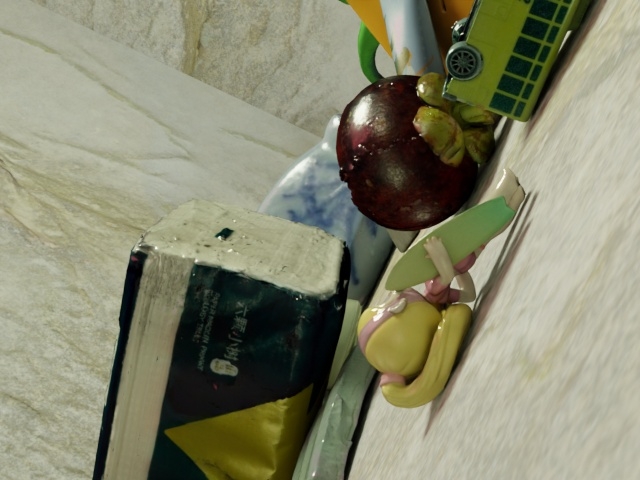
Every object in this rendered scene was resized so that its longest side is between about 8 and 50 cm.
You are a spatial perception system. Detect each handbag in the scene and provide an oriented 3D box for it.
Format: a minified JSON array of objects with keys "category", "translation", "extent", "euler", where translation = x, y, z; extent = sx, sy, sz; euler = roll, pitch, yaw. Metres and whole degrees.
[{"category":"handbag","translation":[0.001,0.198,1.571],"extent":[0.256,0.079,0.219],"euler":[116,164,-79]}]

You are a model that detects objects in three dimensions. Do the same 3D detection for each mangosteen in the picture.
[{"category":"mangosteen","translation":[0.102,-0.100,1.120],"extent":[0.180,0.166,0.166],"euler":[-35,18,33]}]

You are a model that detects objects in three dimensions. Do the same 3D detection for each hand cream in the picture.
[{"category":"hand cream","translation":[0.114,-0.189,1.213],"extent":[0.088,0.055,0.256],"euler":[17,124,64]}]

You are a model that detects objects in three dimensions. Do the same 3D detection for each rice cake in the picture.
[{"category":"rice cake","translation":[0.010,0.213,1.152],"extent":[0.237,0.043,0.127],"euler":[-67,2,-60]}]

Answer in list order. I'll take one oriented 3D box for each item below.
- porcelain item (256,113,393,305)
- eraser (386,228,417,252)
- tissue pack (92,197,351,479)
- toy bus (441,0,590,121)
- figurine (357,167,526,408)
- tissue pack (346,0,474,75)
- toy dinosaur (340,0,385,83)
[{"category":"porcelain item","translation":[0.000,0.000,1.835],"extent":[0.405,0.243,0.178],"euler":[-60,-22,9]},{"category":"eraser","translation":[0.163,-0.158,1.589],"extent":[0.111,0.077,0.352],"euler":[109,-175,-69]},{"category":"tissue pack","translation":[-0.126,0.190,1.335],"extent":[0.264,0.253,0.416],"euler":[-61,-14,-74]},{"category":"toy bus","translation":[0.175,-0.201,0.944],"extent":[0.088,0.101,0.175],"euler":[-66,-4,-58]},{"category":"figurine","translation":[0.093,0.032,0.788],"extent":[0.187,0.083,0.083],"euler":[-52,0,-2]},{"category":"tissue pack","translation":[0.158,-0.306,1.223],"extent":[0.145,0.194,0.274],"euler":[-35,-10,-20]},{"category":"toy dinosaur","translation":[0.198,-0.383,1.498],"extent":[0.500,0.375,0.144],"euler":[55,-152,-65]}]
